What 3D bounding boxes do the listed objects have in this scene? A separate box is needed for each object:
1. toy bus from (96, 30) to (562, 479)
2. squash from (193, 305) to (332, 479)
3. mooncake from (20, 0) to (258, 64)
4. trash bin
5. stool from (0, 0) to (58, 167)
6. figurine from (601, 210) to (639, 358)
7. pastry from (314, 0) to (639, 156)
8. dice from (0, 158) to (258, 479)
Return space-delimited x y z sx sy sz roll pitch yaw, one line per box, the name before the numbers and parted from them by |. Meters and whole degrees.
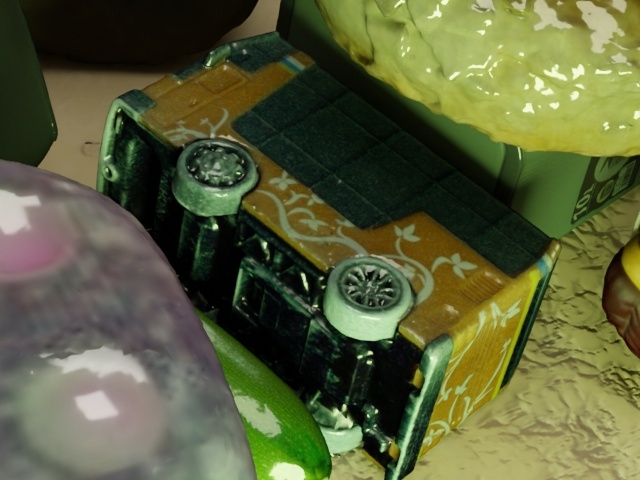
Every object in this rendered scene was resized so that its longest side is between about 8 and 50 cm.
toy bus | 0.000 0.000 1.182 0.275 0.138 0.167 38 50 23
squash | -0.107 0.064 1.137 0.082 0.082 0.292 -30 55 -32
mooncake | -0.140 -0.235 1.331 0.228 0.228 0.124 -1 45 -10
trash bin | 0.164 -0.139 1.331 0.343 0.158 0.223 -29 56 -33
stool | -0.281 -0.105 1.185 0.141 0.232 0.232 -31 58 -31
figurine | 0.291 0.019 1.228 0.240 0.115 0.174 -14 52 -30
pastry | 0.135 -0.173 1.151 0.330 0.136 0.329 7 45 -7
dice | -0.190 0.141 0.914 0.270 0.270 0.271 -14 50 -21
